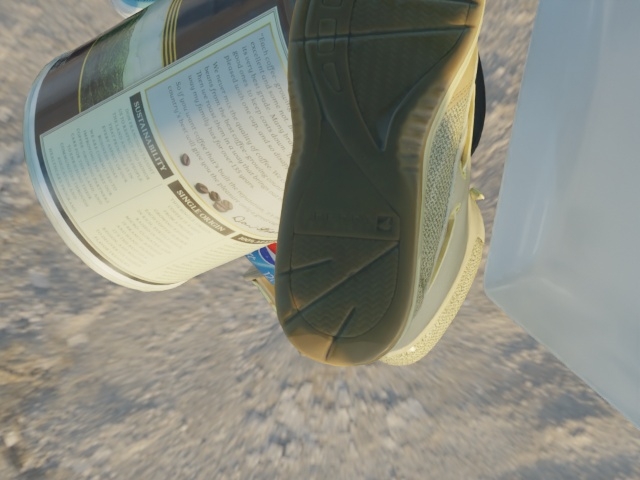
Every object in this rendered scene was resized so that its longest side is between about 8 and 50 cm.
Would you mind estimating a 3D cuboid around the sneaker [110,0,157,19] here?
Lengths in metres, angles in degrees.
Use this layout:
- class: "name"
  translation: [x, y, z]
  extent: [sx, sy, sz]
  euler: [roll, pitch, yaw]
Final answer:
- class: "sneaker"
  translation: [-0.124, -0.274, 1.447]
  extent: [0.127, 0.208, 0.319]
  euler: [11, 56, 2]

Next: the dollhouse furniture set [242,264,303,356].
- class: "dollhouse furniture set"
  translation: [0.000, 0.000, 1.650]
  extent: [0.161, 0.101, 0.182]
  euler: [-41, 102, -29]

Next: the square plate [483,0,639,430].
- class: "square plate"
  translation: [0.241, -0.051, 1.100]
  extent: [0.049, 0.347, 0.344]
  euler: [-1, 113, -24]

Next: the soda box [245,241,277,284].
- class: "soda box"
  translation: [-0.005, -0.064, 1.420]
  extent: [0.071, 0.067, 0.210]
  euler: [47, 48, -27]

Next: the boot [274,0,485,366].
- class: "boot"
  translation: [0.048, -0.058, 0.864]
  extent: [0.095, 0.203, 0.262]
  euler: [6, 86, 14]

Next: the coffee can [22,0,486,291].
- class: "coffee can"
  translation: [-0.050, -0.097, 1.127]
  extent: [0.275, 0.201, 0.202]
  euler: [-23, 88, 36]
